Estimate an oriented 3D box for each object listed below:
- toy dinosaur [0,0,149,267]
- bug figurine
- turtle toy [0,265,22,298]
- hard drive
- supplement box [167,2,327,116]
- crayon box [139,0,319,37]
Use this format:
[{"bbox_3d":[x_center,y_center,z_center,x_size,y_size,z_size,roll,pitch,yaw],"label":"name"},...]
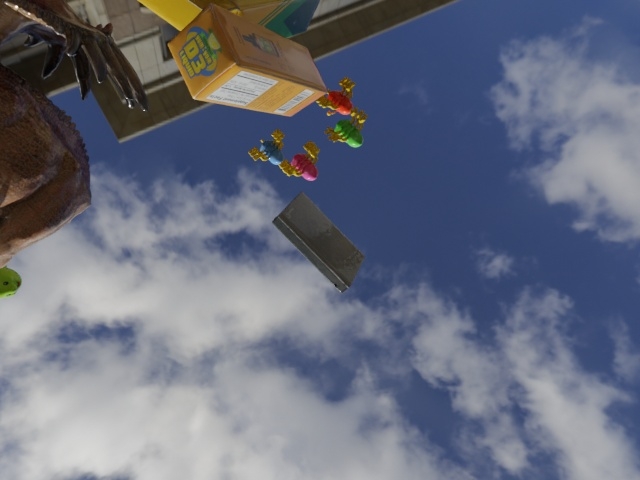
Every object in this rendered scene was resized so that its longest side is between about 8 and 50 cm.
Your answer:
[{"bbox_3d":[-0.207,-0.063,0.343,0.127,0.295,0.200,45,-119,11],"label":"toy dinosaur"},{"bbox_3d":[-0.013,-0.228,1.124,0.279,0.072,0.216,-36,-135,2],"label":"bug figurine"},{"bbox_3d":[-0.473,0.048,0.689,0.130,0.095,0.066,4,-142,-12],"label":"turtle toy"},{"bbox_3d":[0.000,0.000,0.716,0.135,0.022,0.094,45,-149,-6],"label":"hard drive"},{"bbox_3d":[-0.080,-0.218,0.653,0.080,0.233,0.078,-27,-95,24],"label":"supplement box"},{"bbox_3d":[-0.153,-0.372,0.747,0.202,0.081,0.318,37,-142,4],"label":"crayon box"}]
